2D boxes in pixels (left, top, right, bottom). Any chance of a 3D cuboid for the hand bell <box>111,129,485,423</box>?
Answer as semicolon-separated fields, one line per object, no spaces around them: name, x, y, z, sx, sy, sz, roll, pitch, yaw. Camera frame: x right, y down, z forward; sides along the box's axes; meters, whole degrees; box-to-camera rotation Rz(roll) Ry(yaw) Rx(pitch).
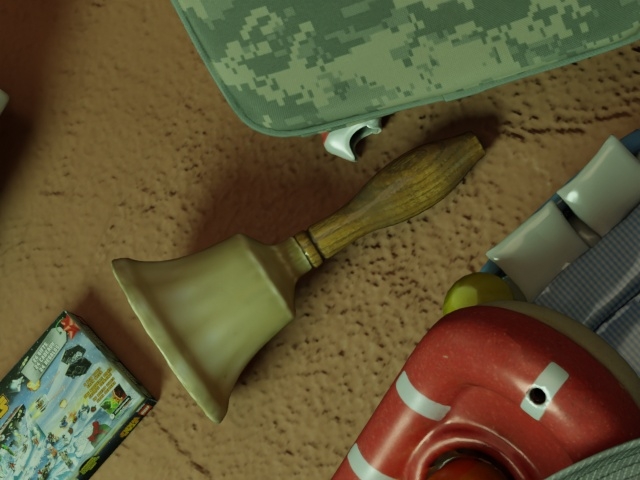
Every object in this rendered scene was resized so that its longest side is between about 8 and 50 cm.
hand bell;0.000;0.000;0.994;0.242;0.126;0.126;-33;63;-1

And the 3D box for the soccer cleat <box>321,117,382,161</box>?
soccer cleat;0.033;-0.091;1.038;0.035;0.029;0.083;36;94;20

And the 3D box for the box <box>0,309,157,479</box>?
box;-0.190;0.129;1.067;0.137;0.027;0.094;-48;63;4

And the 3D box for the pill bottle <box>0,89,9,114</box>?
pill bottle;-0.353;0.008;1.093;0.181;0.181;0.323;26;85;29

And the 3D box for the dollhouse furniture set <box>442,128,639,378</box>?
dollhouse furniture set;0.238;0.025;0.812;0.303;0.198;0.286;-42;62;8

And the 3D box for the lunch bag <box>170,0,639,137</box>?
lunch bag;0.051;-0.234;0.976;0.305;0.212;0.256;-17;35;18

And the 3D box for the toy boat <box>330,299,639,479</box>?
toy boat;0.075;0.144;0.828;0.151;0.151;0.231;38;122;14

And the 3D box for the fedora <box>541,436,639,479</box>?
fedora;0.202;0.217;0.737;0.275;0.124;0.244;-5;101;-11
